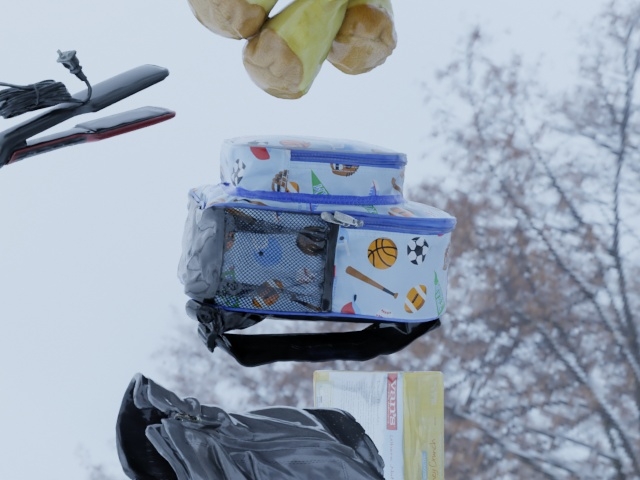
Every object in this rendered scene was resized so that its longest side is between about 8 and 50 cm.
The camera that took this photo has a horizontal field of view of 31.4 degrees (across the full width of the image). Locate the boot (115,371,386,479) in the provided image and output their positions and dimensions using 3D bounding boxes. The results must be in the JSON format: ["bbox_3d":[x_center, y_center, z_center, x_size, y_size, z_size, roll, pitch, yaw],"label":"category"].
[{"bbox_3d":[-0.018,0.218,0.850,0.222,0.118,0.338,16,9,-36],"label":"boot"}]

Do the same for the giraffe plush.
[{"bbox_3d":[0.024,-0.216,0.755,0.181,0.210,0.170,51,-32,-9],"label":"giraffe plush"}]

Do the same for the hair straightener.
[{"bbox_3d":[-0.229,-0.121,0.979,0.047,0.230,0.089,23,-55,46],"label":"hair straightener"}]

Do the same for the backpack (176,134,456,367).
[{"bbox_3d":[0.000,0.000,1.130,0.263,0.213,0.276,12,9,-11],"label":"backpack"}]

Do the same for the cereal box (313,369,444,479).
[{"bbox_3d":[0.054,0.215,1.135,0.047,0.173,0.240,2,-6,-21],"label":"cereal box"}]
